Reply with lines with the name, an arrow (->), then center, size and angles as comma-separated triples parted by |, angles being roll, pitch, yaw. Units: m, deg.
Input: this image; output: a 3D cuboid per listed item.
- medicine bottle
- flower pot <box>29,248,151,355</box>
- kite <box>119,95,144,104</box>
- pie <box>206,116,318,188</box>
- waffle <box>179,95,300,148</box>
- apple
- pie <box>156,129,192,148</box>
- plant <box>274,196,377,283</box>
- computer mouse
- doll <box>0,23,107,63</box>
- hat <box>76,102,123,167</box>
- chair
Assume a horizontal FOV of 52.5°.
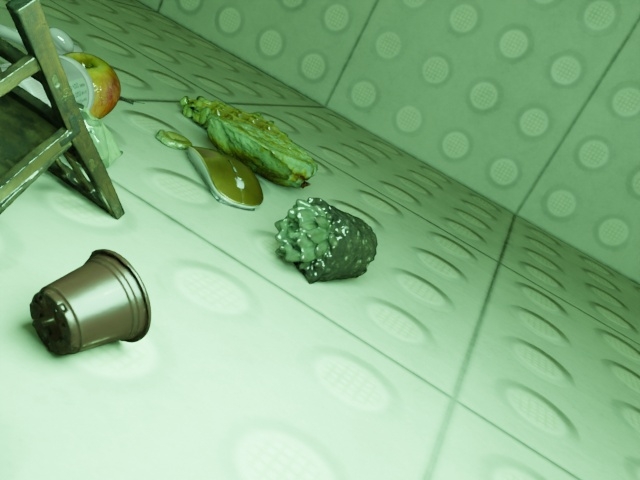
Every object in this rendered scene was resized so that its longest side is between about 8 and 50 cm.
medicine bottle -> -0.489, -0.243, 1.109 | 0.133, 0.133, 0.249 | 25, 17, -8
flower pot -> -0.248, 0.073, 0.682 | 0.111, 0.111, 0.089 | 35, 35, 22
kite -> -0.467, -0.345, 1.615 | 0.078, 0.002, 0.044 | 11, 25, -40
pie -> -0.134, -0.205, 1.496 | 0.275, 0.105, 0.257 | 26, 1, -6
waffle -> -0.214, -0.304, 1.755 | 0.297, 0.073, 0.317 | 8, 24, -44
apple -> -0.481, -0.307, 1.317 | 0.147, 0.146, 0.146 | 25, 19, -9
pie -> -0.330, -0.226, 1.463 | 0.084, 0.020, 0.084 | 23, 19, -8
plant -> 0.000, 0.000, 1.160 | 0.195, 0.129, 0.132 | 16, 19, -42
computer mouse -> -0.203, -0.143, 1.371 | 0.126, 0.056, 0.245 | 14, 24, -35
doll -> -0.637, -0.418, 1.354 | 0.365, 0.160, 0.094 | 19, 58, -28
hat -> -0.406, -0.176, 1.124 | 0.122, 0.081, 0.166 | 46, -6, -19
chair -> -0.432, -0.110, 0.800 | 0.203, 0.416, 0.240 | 32, 63, 15
